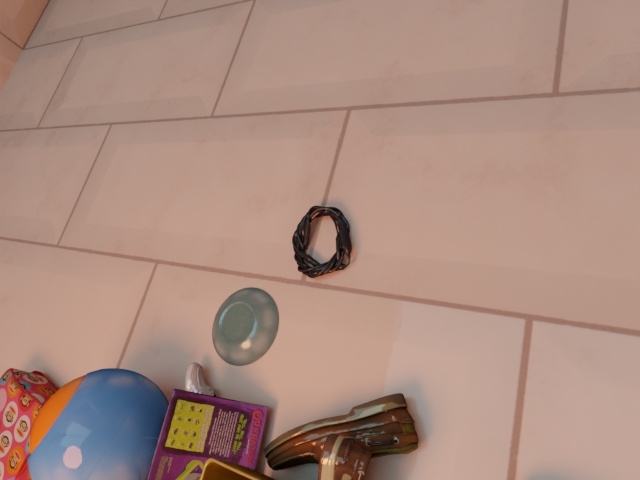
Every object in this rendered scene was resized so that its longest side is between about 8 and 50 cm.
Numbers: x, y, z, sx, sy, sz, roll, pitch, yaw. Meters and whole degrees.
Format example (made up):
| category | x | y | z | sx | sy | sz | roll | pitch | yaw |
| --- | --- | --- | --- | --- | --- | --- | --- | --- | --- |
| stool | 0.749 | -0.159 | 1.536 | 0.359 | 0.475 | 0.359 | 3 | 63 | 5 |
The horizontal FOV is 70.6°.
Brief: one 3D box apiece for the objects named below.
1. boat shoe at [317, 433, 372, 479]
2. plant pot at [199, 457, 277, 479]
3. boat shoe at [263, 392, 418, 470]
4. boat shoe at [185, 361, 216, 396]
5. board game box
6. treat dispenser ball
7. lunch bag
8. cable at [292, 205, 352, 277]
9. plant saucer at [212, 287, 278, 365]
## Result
| category | x | y | z | sx | sy | sz | roll | pitch | yaw |
| --- | --- | --- | --- | --- | --- | --- | --- | --- | --- |
| boat shoe | 0.047 | 0.457 | 0.768 | 0.095 | 0.095 | 0.258 | 7 | 113 | 18 |
| plant pot | -0.103 | 0.532 | 0.811 | 0.212 | 0.187 | 0.212 | 6 | 71 | 29 |
| boat shoe | 0.032 | 0.391 | 0.852 | 0.307 | 0.110 | 0.105 | -27 | 58 | 15 |
| boat shoe | -0.271 | 0.372 | 1.047 | 0.063 | 0.066 | 0.184 | -14 | 59 | 5 |
| board game box | -0.244 | 0.496 | 0.912 | 0.208 | 0.056 | 0.347 | 15 | 71 | -8 |
| treat dispenser ball | -0.469 | 0.428 | 0.984 | 0.287 | 0.288 | 0.289 | -11 | 64 | 23 |
| lunch bag | -0.817 | 0.518 | 1.223 | 0.293 | 0.120 | 0.258 | 24 | 81 | 32 |
| cable | 0.000 | 0.000 | 1.090 | 0.150 | 0.047 | 0.185 | -24 | 62 | 22 |
| plant saucer | -0.194 | 0.202 | 1.097 | 0.194 | 0.037 | 0.195 | -11 | 63 | 22 |
